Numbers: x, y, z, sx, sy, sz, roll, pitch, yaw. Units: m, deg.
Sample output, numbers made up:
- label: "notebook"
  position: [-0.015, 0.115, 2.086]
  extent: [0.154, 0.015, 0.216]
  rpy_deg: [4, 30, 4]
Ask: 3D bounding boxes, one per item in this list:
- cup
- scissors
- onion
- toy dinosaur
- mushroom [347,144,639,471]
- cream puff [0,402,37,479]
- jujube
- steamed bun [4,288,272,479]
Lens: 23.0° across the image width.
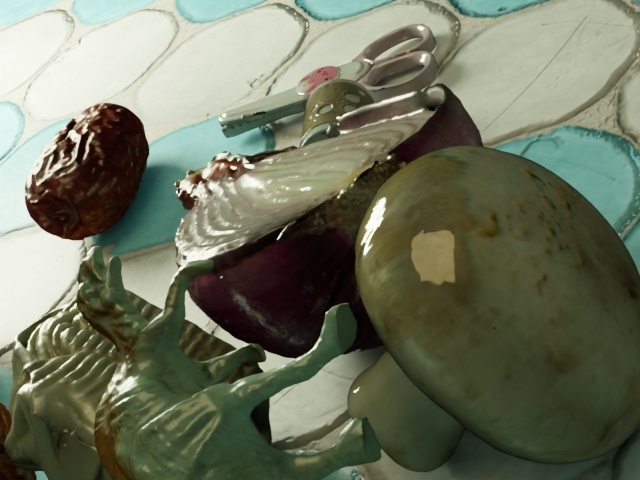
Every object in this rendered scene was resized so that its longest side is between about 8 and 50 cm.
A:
- label: "cup"
  position: [0.031, -0.108, 1.501]
  extent: [0.102, 0.074, 0.099]
  rpy_deg: [-20, 34, 18]
- label: "scissors"
  position: [0.006, -0.158, 1.630]
  extent: [0.242, 0.030, 0.118]
  rpy_deg: [-19, 33, 16]
- label: "onion"
  position: [0.000, 0.000, 1.316]
  extent: [0.267, 0.159, 0.349]
  rpy_deg: [-33, 15, -18]
- label: "toy dinosaur"
  position: [-0.051, 0.145, 1.040]
  extent: [0.206, 0.092, 0.392]
  rpy_deg: [-21, 61, 11]
- label: "mushroom"
  position: [0.105, 0.064, 1.090]
  extent: [0.244, 0.243, 0.243]
  rpy_deg: [-22, 33, 15]
- label: "cream puff"
  position: [-0.314, 0.203, 1.229]
  extent: [0.164, 0.240, 0.240]
  rpy_deg: [-10, 37, 19]
- label: "jujube"
  position: [-0.242, -0.078, 1.661]
  extent: [0.112, 0.109, 0.176]
  rpy_deg: [15, 42, 6]
- label: "steamed bun"
  position: [-0.151, 0.152, 1.226]
  extent: [0.218, 0.144, 0.211]
  rpy_deg: [21, 27, 7]
